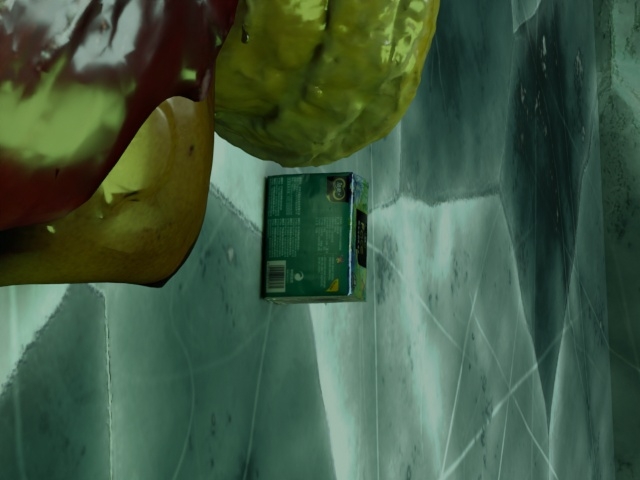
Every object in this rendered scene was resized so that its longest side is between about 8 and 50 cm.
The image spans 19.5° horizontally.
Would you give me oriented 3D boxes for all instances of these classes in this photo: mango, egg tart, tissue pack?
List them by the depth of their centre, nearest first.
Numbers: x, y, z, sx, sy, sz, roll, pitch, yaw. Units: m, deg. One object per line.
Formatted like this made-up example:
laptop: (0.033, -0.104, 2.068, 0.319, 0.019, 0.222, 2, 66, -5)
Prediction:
mango: (-0.140, -0.110, 1.153, 0.201, 0.152, 0.287, -107, -162, -77)
egg tart: (-0.057, -0.194, 1.264, 0.128, 0.319, 0.319, -20, 110, -41)
tissue pack: (0.000, 0.001, 1.647, 0.079, 0.085, 0.111, 26, 64, -70)

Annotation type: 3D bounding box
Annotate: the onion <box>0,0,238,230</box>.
onion: (-0.195, -0.170, 0.796, 0.341, 0.341, 0.341, -1, 90, -71)
